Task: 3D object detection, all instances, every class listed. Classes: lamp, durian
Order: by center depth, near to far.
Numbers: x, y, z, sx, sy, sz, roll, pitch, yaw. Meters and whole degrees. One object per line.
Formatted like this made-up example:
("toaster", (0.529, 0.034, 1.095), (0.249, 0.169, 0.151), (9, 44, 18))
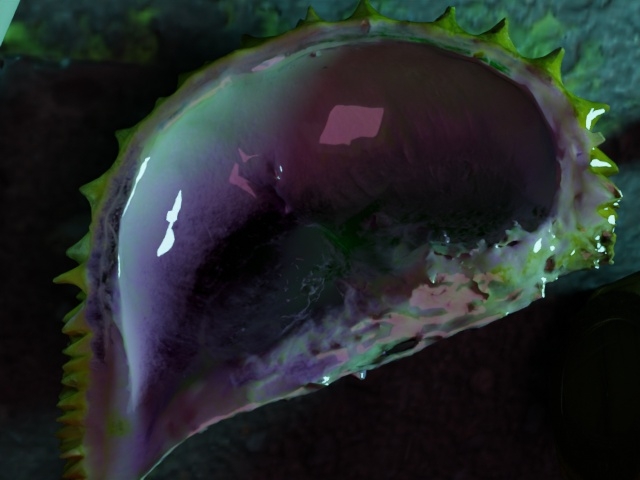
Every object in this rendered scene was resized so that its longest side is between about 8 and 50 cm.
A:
("durian", (-0.004, -0.008, 0.631), (0.260, 0.154, 0.187), (-11, 99, -13))
("lamp", (0.225, 0.092, 0.759), (0.185, 0.161, 0.161), (9, 113, -25))

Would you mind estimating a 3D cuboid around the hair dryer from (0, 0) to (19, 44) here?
("hair dryer", (-0.301, -0.089, 0.482), (0.362, 0.128, 0.203), (22, 109, -22))
